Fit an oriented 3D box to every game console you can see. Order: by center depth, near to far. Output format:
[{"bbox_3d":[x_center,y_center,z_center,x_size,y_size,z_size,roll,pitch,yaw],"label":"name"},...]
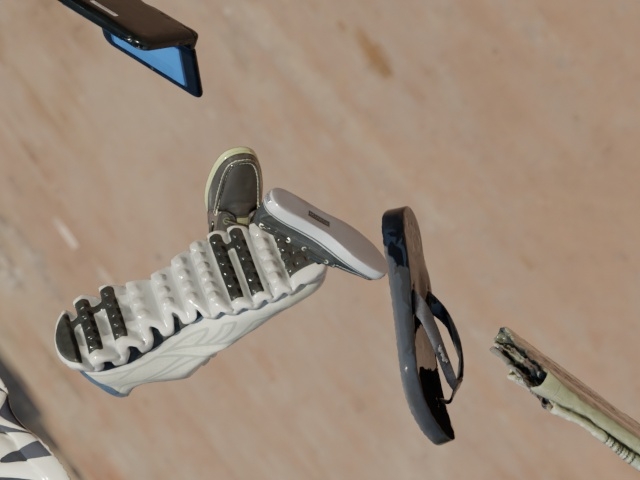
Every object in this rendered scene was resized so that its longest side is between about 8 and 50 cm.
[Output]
[{"bbox_3d":[-0.168,-0.170,1.677,0.122,0.107,0.071,32,118,27],"label":"game console"}]

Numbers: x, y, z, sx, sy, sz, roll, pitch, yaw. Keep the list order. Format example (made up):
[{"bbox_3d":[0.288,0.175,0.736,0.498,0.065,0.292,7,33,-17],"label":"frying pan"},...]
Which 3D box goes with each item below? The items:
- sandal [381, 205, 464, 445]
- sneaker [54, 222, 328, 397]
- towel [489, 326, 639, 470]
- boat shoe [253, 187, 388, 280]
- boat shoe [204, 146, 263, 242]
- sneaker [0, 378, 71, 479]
[{"bbox_3d":[0.112,0.089,2.050,0.097,0.054,0.254,-6,-94,-74],"label":"sandal"},{"bbox_3d":[-0.123,0.075,2.025,0.118,0.292,0.110,60,-168,-47],"label":"sneaker"},{"bbox_3d":[0.345,0.232,2.333,0.324,0.056,0.312,37,-176,-8],"label":"towel"},{"bbox_3d":[0.000,0.000,1.907,0.142,0.040,0.049,33,-149,-10],"label":"boat shoe"},{"bbox_3d":[-0.107,-0.012,2.504,0.073,0.080,0.223,-122,35,-48],"label":"boat shoe"},{"bbox_3d":[-0.337,0.233,1.887,0.235,0.153,0.094,54,159,14],"label":"sneaker"}]
